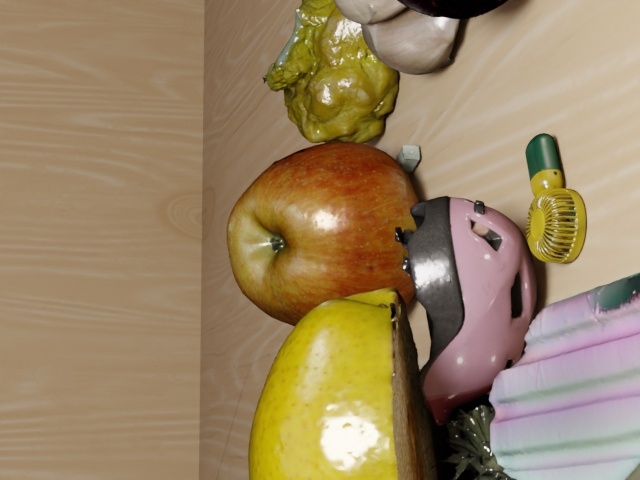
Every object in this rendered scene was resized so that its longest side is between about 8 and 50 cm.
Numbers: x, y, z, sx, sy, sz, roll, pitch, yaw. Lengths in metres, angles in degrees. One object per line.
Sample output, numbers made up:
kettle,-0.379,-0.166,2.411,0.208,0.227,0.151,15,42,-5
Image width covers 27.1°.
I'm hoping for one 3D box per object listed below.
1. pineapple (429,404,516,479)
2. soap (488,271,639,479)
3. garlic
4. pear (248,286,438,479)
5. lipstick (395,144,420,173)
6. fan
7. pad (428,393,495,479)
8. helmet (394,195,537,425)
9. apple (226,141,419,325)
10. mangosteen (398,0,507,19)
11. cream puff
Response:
pineapple,0.193,0.271,1.396,0.251,0.125,0.125,-110,28,-47
soap,0.269,0.147,1.219,0.324,0.109,0.193,146,126,-67
garlic,0.132,-0.356,1.792,0.237,0.210,0.292,-44,28,15
pear,0.025,0.252,1.467,0.340,0.191,0.386,-36,-61,-78
lipstick,0.119,-0.104,1.930,0.107,0.025,0.025,115,155,-64
fan,0.248,-0.048,1.455,0.082,0.039,0.155,118,151,-56
pad,0.218,0.333,1.521,0.375,0.063,0.315,2,88,63
helmet,0.173,0.069,1.500,0.198,0.154,0.253,-77,-31,-65
apple,0.000,0.000,1.896,0.309,0.250,0.277,119,143,-58
mangosteen,0.137,-0.367,1.552,0.265,0.228,0.228,180,93,-64
cream puff,0.008,-0.275,2.063,0.282,0.185,0.282,180,90,-71
